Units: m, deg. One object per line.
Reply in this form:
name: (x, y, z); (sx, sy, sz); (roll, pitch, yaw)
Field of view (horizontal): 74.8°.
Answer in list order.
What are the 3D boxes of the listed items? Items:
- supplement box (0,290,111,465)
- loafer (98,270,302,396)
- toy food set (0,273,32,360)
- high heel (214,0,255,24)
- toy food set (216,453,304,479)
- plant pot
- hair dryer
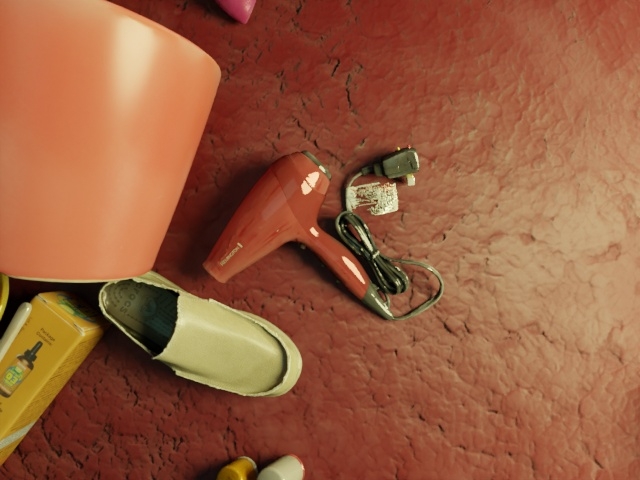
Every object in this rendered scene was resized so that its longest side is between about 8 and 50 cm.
supplement box: (-0.367, 0.175, 0.508); (0.078, 0.080, 0.233); (38, 89, 3)
loafer: (-0.151, 0.115, 0.499); (0.268, 0.092, 0.102); (23, 87, 2)
toy food set: (-0.439, 0.066, 0.480); (0.218, 0.071, 0.128); (31, 84, 26)
high heel: (-0.061, -0.406, 0.556); (0.244, 0.082, 0.117); (-49, 119, -16)
toy food set: (-0.016, 0.347, 0.497); (0.111, 0.104, 0.232); (-45, 68, 11)
plant pot: (-0.264, -0.097, 0.445); (0.275, 0.275, 0.243); (12, 96, 2)
hair dryer: (0.000, 0.000, 0.511); (0.294, 0.080, 0.223); (-7, 87, 1)
